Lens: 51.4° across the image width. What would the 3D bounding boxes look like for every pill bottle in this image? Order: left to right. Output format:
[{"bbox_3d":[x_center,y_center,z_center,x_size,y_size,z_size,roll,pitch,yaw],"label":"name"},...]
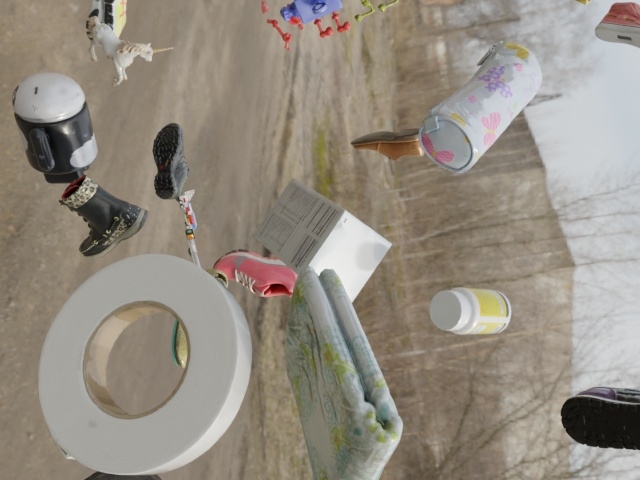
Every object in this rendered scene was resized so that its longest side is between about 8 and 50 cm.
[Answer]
[{"bbox_3d":[0.382,0.180,1.699,0.209,0.119,0.119,7,70,-42],"label":"pill bottle"}]

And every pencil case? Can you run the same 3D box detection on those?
[{"bbox_3d":[0.287,-0.241,1.180,0.273,0.114,0.124,-48,127,-29],"label":"pencil case"}]

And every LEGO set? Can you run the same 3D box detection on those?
[{"bbox_3d":[-0.354,-0.025,1.868,0.244,0.060,0.182,102,-28,-72],"label":"LEGO set"}]

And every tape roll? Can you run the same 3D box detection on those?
[{"bbox_3d":[-0.313,0.215,1.179,0.072,0.393,0.391,51,31,-65],"label":"tape roll"}]

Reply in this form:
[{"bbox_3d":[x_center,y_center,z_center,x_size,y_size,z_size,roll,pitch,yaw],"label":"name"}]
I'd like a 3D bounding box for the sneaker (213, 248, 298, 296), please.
[{"bbox_3d":[-0.208,0.117,2.174,0.115,0.314,0.136,83,14,-47],"label":"sneaker"}]

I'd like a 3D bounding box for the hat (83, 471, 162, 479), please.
[{"bbox_3d":[-0.471,0.653,1.436,0.331,0.134,0.331,19,61,-39],"label":"hat"}]

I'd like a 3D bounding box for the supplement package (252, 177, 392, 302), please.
[{"bbox_3d":[0.000,0.000,1.735,0.199,0.198,0.263,34,1,-40],"label":"supplement package"}]

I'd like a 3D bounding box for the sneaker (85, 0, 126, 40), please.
[{"bbox_3d":[-0.475,-0.533,1.503,0.094,0.082,0.208,53,52,-88],"label":"sneaker"}]

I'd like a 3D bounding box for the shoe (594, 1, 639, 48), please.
[{"bbox_3d":[0.689,-0.461,1.426,0.081,0.178,0.063,-57,141,-5],"label":"shoe"}]

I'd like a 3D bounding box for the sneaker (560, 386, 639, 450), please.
[{"bbox_3d":[0.535,0.276,1.033,0.124,0.283,0.107,-14,105,-44],"label":"sneaker"}]

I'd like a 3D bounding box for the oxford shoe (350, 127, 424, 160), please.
[{"bbox_3d":[0.168,-0.238,1.697,0.076,0.212,0.076,-40,124,-40],"label":"oxford shoe"}]

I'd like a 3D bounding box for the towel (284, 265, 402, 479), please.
[{"bbox_3d":[0.020,0.276,1.214,0.320,0.090,0.374,100,-26,-45],"label":"towel"}]

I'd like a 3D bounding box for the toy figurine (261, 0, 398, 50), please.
[{"bbox_3d":[0.028,-0.596,1.680,0.217,0.363,0.191,-93,162,-60],"label":"toy figurine"}]

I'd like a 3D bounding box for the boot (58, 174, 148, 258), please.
[{"bbox_3d":[-0.546,-0.056,1.579,0.179,0.237,0.085,38,41,-34],"label":"boot"}]

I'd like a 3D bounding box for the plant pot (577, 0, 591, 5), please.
[{"bbox_3d":[0.401,-0.540,1.063,0.212,0.187,0.212,-46,149,-29],"label":"plant pot"}]

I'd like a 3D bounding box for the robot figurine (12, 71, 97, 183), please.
[{"bbox_3d":[-0.654,-0.274,1.642,0.209,0.174,0.278,36,-40,35],"label":"robot figurine"}]

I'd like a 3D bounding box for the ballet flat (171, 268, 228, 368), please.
[{"bbox_3d":[-0.268,0.165,1.552,0.348,0.123,0.123,-97,175,-64],"label":"ballet flat"}]

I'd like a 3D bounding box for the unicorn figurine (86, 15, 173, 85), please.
[{"bbox_3d":[-0.351,-0.329,1.158,0.060,0.162,0.111,-56,-178,-38],"label":"unicorn figurine"}]

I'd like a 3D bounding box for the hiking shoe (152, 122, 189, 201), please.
[{"bbox_3d":[-0.435,-0.228,1.951,0.114,0.086,0.226,19,77,-78],"label":"hiking shoe"}]
